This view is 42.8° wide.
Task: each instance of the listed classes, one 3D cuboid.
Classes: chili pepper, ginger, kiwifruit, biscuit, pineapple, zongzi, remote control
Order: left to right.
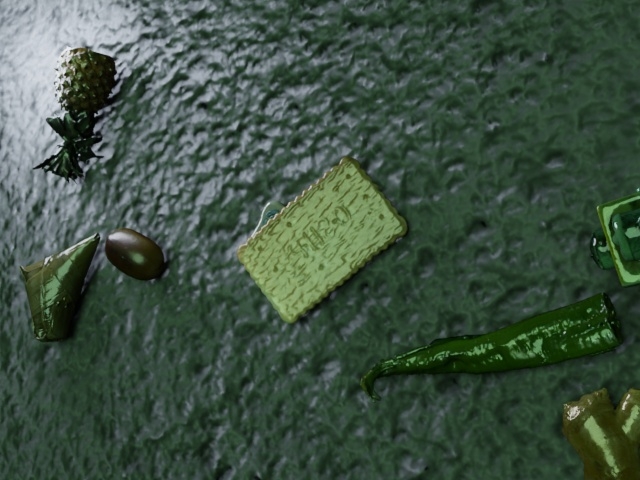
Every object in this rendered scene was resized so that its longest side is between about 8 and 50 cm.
[{"bbox_3d":[-0.454,0.092,1.486,0.176,0.078,0.160,-22,76,17],"label":"zongzi"},{"bbox_3d":[-0.457,-0.232,1.540,0.125,0.125,0.251,15,91,28],"label":"pineapple"},{"bbox_3d":[-0.328,0.024,1.438,0.124,0.075,0.075,31,94,24],"label":"kiwifruit"},{"bbox_3d":[-0.085,-0.003,1.344,0.074,0.032,0.122,32,95,27],"label":"remote control"},{"bbox_3d":[0.000,0.000,1.284,0.250,0.030,0.160,-41,75,9],"label":"biscuit"},{"bbox_3d":[0.231,0.157,1.133,0.359,0.076,0.085,-18,53,18],"label":"chili pepper"},{"bbox_3d":[0.378,0.337,1.029,0.118,0.065,0.298,-11,78,28],"label":"ginger"}]

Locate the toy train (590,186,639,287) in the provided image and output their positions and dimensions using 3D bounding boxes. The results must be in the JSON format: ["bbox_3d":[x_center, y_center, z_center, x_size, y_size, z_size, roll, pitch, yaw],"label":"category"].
[{"bbox_3d":[0.494,-0.039,0.951,0.369,0.237,0.150,-19,74,22],"label":"toy train"}]
